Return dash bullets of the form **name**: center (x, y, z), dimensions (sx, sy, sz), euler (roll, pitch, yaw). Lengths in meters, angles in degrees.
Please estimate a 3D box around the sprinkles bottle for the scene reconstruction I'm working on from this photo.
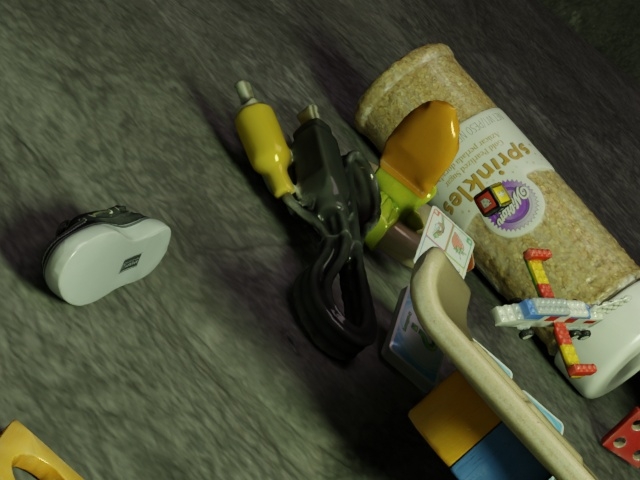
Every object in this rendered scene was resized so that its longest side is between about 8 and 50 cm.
- **sprinkles bottle**: center (0.180, -0.021, 1.753), dimensions (0.355, 0.121, 0.121), euler (50, 17, 18)

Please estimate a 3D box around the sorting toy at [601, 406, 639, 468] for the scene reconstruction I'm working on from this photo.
- **sorting toy**: center (0.374, 0.208, 1.652), dimensions (0.274, 0.132, 0.046), euler (37, 20, -24)

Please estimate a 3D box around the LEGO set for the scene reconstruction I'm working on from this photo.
- **LEGO set**: center (0.152, 0.055, 1.483), dimensions (0.182, 0.060, 0.244), euler (41, 39, -17)

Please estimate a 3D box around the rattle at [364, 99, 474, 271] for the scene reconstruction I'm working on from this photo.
- **rattle**: center (0.103, -0.048, 1.613), dimensions (0.199, 0.143, 0.130), euler (18, 13, -45)

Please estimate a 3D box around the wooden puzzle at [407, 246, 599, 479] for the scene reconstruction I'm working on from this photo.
- **wooden puzzle**: center (0.160, 0.175, 1.232), dimensions (0.348, 0.080, 0.322), euler (53, 3, 10)

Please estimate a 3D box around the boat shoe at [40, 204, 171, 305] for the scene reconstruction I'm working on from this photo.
- **boat shoe**: center (-0.132, 0.005, 1.090), dimensions (0.040, 0.049, 0.142), euler (29, 12, 13)

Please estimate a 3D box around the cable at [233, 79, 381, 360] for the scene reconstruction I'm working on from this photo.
- **cable**: center (0.000, 0.000, 1.429), dimensions (0.139, 0.072, 0.287), euler (40, 28, -39)

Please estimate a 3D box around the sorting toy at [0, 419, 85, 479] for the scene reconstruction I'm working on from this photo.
- **sorting toy**: center (-0.220, 0.012, 0.848), dimensions (0.347, 0.047, 0.196), euler (40, 17, -18)
